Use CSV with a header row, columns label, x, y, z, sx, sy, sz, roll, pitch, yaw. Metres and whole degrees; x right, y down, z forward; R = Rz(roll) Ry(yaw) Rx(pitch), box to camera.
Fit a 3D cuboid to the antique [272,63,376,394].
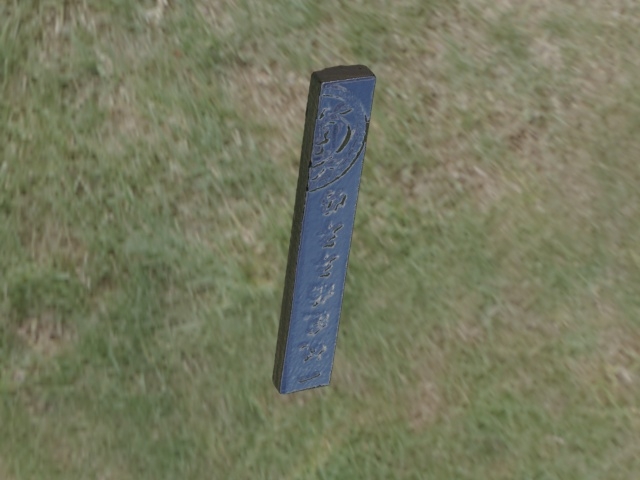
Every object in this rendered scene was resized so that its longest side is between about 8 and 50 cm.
label,x,y,z,sx,sy,sz,roll,pitch,yaw
antique,0.000,0.000,0.810,0.031,0.015,0.192,-13,130,-26
